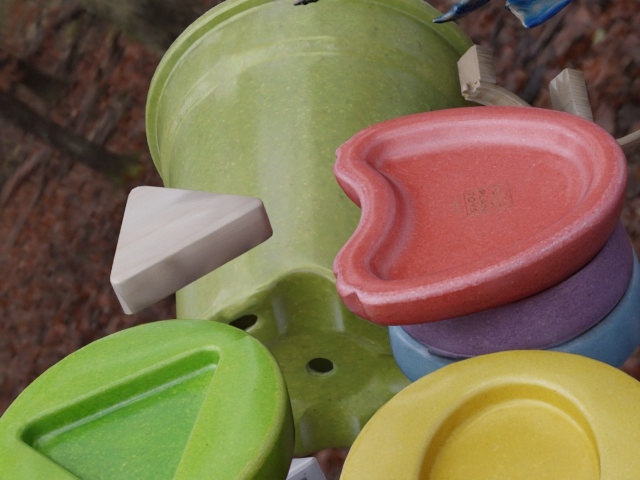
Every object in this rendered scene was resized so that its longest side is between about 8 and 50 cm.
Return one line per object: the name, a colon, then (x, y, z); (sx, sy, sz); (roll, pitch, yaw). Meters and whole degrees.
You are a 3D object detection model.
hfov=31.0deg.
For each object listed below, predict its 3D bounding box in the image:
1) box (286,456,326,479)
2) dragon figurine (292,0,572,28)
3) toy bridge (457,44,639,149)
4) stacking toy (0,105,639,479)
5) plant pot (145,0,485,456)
box: (-0.058, 0.219, 0.763); (0.103, 0.114, 0.203); (-28, 2, -27)
dragon figurine: (0.116, -0.186, 0.743); (0.085, 0.144, 0.289); (13, 48, 42)
toy bridge: (0.181, -0.092, 0.829); (0.026, 0.188, 0.063); (136, 135, -53)
stacking toy: (0.020, 0.079, 0.523); (0.279, 0.130, 0.309); (-7, 36, 17)
plant pot: (0.000, 0.000, 0.814); (0.276, 0.276, 0.254); (-51, 25, 38)
